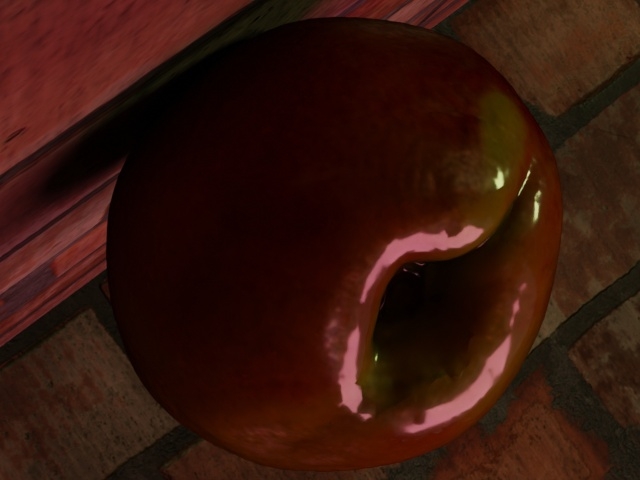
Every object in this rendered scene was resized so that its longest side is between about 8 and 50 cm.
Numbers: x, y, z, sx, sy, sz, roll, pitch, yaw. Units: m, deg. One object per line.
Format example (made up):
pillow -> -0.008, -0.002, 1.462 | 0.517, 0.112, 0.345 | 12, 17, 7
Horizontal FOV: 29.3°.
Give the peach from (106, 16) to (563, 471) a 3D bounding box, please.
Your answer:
peach -> 0.000, 0.000, 0.819 | 0.308, 0.308, 0.332 | -38, -162, -10
